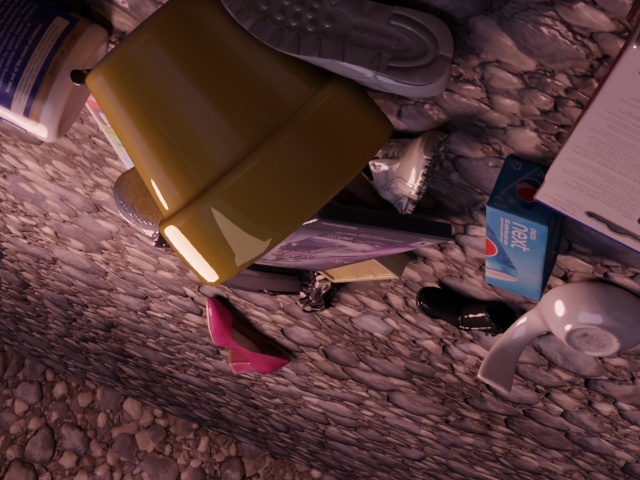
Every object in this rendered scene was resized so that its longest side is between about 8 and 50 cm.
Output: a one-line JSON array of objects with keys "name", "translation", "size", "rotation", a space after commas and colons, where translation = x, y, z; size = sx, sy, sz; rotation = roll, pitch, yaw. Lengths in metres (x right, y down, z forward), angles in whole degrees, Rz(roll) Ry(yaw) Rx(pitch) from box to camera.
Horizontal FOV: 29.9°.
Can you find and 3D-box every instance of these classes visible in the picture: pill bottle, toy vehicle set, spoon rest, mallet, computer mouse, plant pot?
[{"name": "pill bottle", "translation": [-0.394, -0.236, 1.387], "size": [0.264, 0.153, 0.153], "rotation": [27, 160, -4]}, {"name": "toy vehicle set", "translation": [-0.024, -0.027, 1.638], "size": [0.267, 0.035, 0.166], "rotation": [36, 158, -27]}, {"name": "spoon rest", "translation": [0.311, 0.116, 1.543], "size": [0.137, 0.084, 0.276], "rotation": [30, 144, -19]}, {"name": "mallet", "translation": [-0.246, -0.194, 1.356], "size": [0.062, 0.039, 0.189], "rotation": [50, -167, 7]}, {"name": "computer mouse", "translation": [-0.104, 0.049, 1.874], "size": [0.272, 0.072, 0.188], "rotation": [26, 161, 0]}, {"name": "plant pot", "translation": [-0.096, -0.123, 1.203], "size": [0.239, 0.254, 0.254], "rotation": [50, 156, -8]}]

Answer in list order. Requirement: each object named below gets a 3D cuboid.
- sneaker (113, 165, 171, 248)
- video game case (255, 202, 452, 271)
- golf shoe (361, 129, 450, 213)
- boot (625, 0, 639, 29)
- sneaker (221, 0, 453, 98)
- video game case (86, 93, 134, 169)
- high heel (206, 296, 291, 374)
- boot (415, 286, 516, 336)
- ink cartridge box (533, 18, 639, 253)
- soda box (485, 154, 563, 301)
[{"name": "sneaker", "translation": [-0.177, -0.039, 1.419], "size": [0.153, 0.101, 0.268], "rotation": [-19, 175, 33]}, {"name": "video game case", "translation": [0.000, 0.000, 1.487], "size": [0.196, 0.026, 0.274], "rotation": [8, 165, -34]}, {"name": "golf shoe", "translation": [0.086, -0.084, 1.322], "size": [0.086, 0.069, 0.176], "rotation": [32, 159, 1]}, {"name": "boot", "translation": [0.285, -0.171, 0.898], "size": [0.106, 0.037, 0.114], "rotation": [33, 160, 17]}, {"name": "sneaker", "translation": [0.011, -0.192, 1.121], "size": [0.235, 0.090, 0.095], "rotation": [26, 175, 7]}, {"name": "video game case", "translation": [-0.197, -0.109, 1.580], "size": [0.204, 0.025, 0.285], "rotation": [18, 151, 33]}, {"name": "high heel", "translation": [-0.138, 0.178, 2.276], "size": [0.117, 0.082, 0.244], "rotation": [-12, 135, 8]}, {"name": "boot", "translation": [0.205, 0.099, 1.664], "size": [0.121, 0.045, 0.099], "rotation": [30, 164, -32]}, {"name": "ink cartridge box", "translation": [0.303, -0.073, 1.009], "size": [0.176, 0.069, 0.371], "rotation": [27, 164, 6]}, {"name": "soda box", "translation": [0.227, -0.009, 1.334], "size": [0.071, 0.067, 0.210], "rotation": [20, 159, 16]}]
